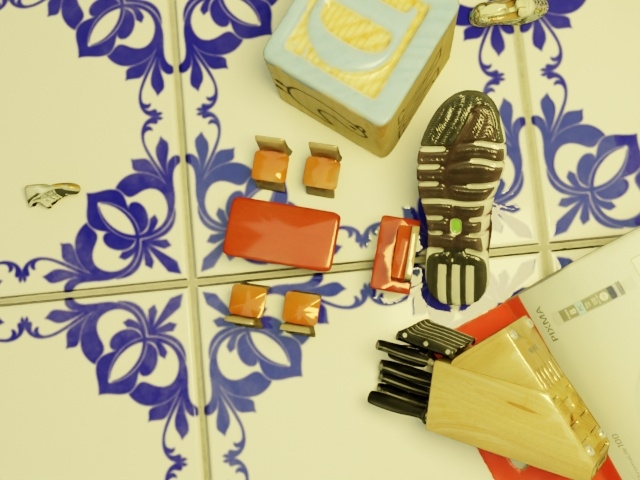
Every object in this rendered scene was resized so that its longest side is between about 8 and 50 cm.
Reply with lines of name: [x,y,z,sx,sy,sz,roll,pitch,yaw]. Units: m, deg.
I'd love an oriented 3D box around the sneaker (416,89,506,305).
sneaker: [0.184,-0.069,1.157,0.106,0.162,0.281,8,112,11]

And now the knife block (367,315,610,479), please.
knife block: [0.193,0.215,1.127,0.242,0.088,0.275,-39,77,30]

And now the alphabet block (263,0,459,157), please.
alphabet block: [0.057,-0.252,1.182,0.192,0.197,0.193,33,87,9]

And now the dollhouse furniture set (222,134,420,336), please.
dollhouse furniture set: [0.000,0.000,1.187,0.259,0.135,0.262,9,84,6]

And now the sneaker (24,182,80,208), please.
sneaker: [-0.388,-0.065,1.285,0.083,0.032,0.037,-3,97,9]

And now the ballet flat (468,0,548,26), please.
ballet flat: [0.269,-0.327,1.251,0.114,0.041,0.041,-9,83,4]

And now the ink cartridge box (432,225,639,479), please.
ink cartridge box: [0.351,0.184,1.103,0.385,0.091,0.308,-31,81,19]
